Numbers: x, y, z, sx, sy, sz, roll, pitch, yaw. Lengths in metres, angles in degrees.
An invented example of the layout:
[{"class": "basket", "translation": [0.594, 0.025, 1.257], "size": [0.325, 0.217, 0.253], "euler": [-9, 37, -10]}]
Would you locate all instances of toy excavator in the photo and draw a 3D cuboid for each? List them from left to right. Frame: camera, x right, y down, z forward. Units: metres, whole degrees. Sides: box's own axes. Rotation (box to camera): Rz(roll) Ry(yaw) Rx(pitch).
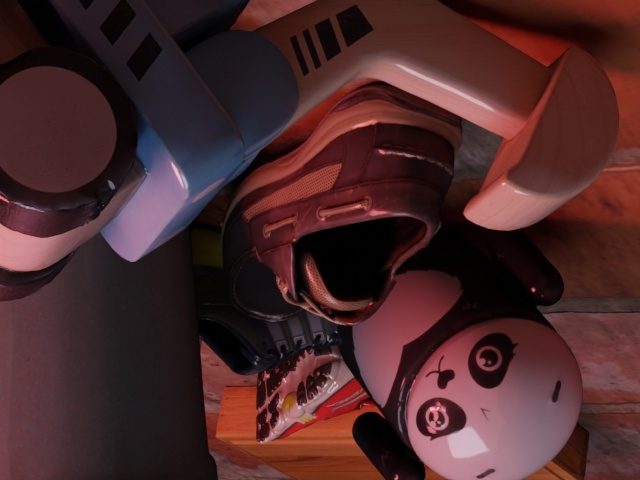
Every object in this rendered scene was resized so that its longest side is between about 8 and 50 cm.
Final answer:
[{"class": "toy excavator", "translation": [-0.064, -0.122, 1.268], "size": [0.433, 0.445, 0.222], "euler": [53, 156, 3]}]

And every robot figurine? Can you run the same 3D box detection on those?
[{"class": "robot figurine", "translation": [0.119, 0.102, 1.700], "size": [0.173, 0.278, 0.209], "euler": [-14, 124, -18]}]

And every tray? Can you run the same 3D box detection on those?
[{"class": "tray", "translation": [0.099, 0.242, 2.304], "size": [0.411, 0.076, 0.203], "euler": [-3, 156, 32]}]

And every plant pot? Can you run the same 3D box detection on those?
[{"class": "plant pot", "translation": [-0.243, 0.115, 1.659], "size": [0.341, 0.334, 0.341], "euler": [1, -174, 0]}]

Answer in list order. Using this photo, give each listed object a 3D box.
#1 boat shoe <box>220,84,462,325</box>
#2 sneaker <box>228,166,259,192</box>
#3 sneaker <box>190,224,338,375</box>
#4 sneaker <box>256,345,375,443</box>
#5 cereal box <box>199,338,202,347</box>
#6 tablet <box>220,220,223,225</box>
[{"class": "boat shoe", "translation": [0.000, 0.000, 1.583], "size": [0.132, 0.130, 0.355], "euler": [15, 150, -16]}, {"class": "sneaker", "translation": [-0.071, -0.044, 1.691], "size": [0.069, 0.038, 0.098], "euler": [26, 144, -33]}, {"class": "sneaker", "translation": [-0.039, 0.084, 1.883], "size": [0.300, 0.121, 0.111], "euler": [16, 158, -17]}, {"class": "sneaker", "translation": [0.003, 0.174, 2.136], "size": [0.118, 0.107, 0.279], "euler": [7, 164, -21]}, {"class": "cereal box", "translation": [-0.247, 0.076, 1.978], "size": [0.173, 0.047, 0.240], "euler": [1, 157, 20]}, {"class": "tablet", "translation": [-0.053, -0.016, 1.793], "size": [0.054, 0.006, 0.083], "euler": [22, 155, -29]}]
